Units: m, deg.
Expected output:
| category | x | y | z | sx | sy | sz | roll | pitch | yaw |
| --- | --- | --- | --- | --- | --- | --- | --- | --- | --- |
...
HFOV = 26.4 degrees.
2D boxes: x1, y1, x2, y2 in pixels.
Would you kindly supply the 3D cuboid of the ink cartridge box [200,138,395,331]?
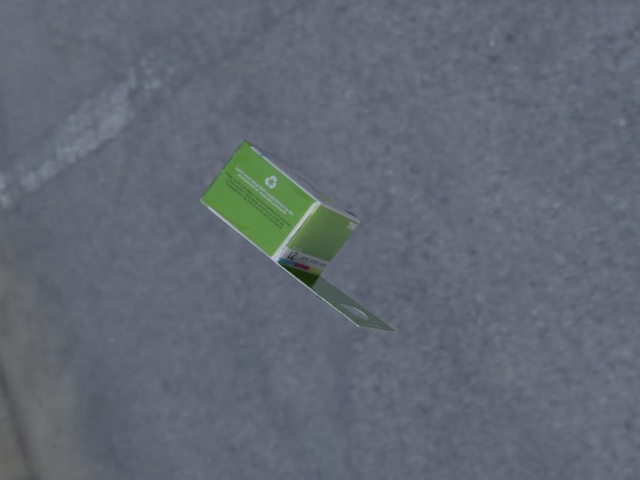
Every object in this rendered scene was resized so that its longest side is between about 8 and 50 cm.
| category | x | y | z | sx | sy | sz | roll | pitch | yaw |
| --- | --- | --- | --- | --- | --- | --- | --- | --- | --- |
| ink cartridge box | 0.000 | 0.000 | 1.694 | 0.255 | 0.189 | 0.097 | 38 | 95 | 17 |
